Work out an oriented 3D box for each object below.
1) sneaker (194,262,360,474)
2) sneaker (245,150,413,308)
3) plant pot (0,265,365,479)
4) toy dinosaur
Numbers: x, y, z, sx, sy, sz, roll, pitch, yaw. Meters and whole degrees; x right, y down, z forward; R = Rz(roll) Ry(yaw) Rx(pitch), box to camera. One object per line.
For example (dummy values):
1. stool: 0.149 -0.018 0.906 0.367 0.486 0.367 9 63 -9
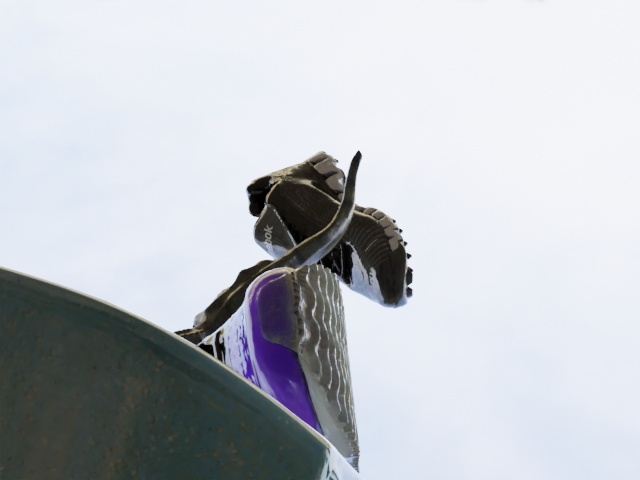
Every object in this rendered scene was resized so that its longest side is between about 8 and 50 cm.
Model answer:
1. sneaker: -0.052 0.104 1.084 0.146 0.293 0.102 -6 -113 0
2. sneaker: 0.000 0.000 1.507 0.106 0.078 0.234 -13 -147 -18
3. plant pot: -0.115 0.154 0.826 0.252 0.247 0.248 9 -105 14
4. toy dinosaur: -0.045 0.050 1.385 0.064 0.118 0.268 33 -121 24
